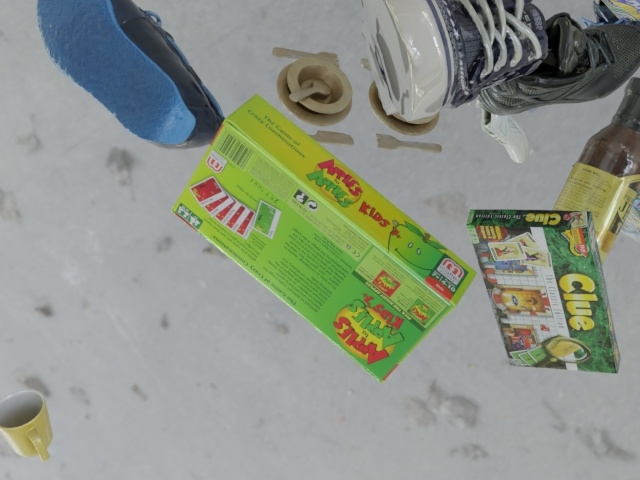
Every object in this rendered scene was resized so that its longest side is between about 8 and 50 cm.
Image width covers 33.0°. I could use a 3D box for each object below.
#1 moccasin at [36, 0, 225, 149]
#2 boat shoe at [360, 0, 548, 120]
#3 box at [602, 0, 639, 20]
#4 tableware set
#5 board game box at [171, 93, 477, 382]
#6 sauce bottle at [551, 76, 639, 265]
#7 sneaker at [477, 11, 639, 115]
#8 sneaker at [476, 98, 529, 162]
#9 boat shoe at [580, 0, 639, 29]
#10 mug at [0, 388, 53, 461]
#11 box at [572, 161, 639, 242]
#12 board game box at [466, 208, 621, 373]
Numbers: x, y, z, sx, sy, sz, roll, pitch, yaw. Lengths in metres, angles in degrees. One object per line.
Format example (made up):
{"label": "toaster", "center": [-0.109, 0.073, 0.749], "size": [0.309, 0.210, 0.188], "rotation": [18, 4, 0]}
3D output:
{"label": "moccasin", "center": [-0.238, -0.215, 1.331], "size": [0.138, 0.117, 0.342], "rotation": [-48, 59, 21]}
{"label": "boat shoe", "center": [0.124, -0.181, 0.932], "size": [0.158, 0.340, 0.127], "rotation": [-18, 97, 2]}
{"label": "box", "center": [0.244, -0.238, 0.743], "size": [0.054, 0.169, 0.059], "rotation": [15, 171, 47]}
{"label": "tableware set", "center": [0.048, -0.164, 1.182], "size": [0.194, 0.128, 0.039], "rotation": [3, 148, -21]}
{"label": "board game box", "center": [0.000, 0.000, 0.699], "size": [0.181, 0.043, 0.092], "rotation": [39, 131, 2]}
{"label": "sauce bottle", "center": [0.444, -0.088, 1.694], "size": [0.111, 0.111, 0.344], "rotation": [27, 94, 17]}
{"label": "sneaker", "center": [0.300, -0.209, 1.232], "size": [0.130, 0.227, 0.087], "rotation": [150, 104, -68]}
{"label": "sneaker", "center": [0.306, -0.192, 1.838], "size": [0.053, 0.061, 0.152], "rotation": [8, 131, 57]}
{"label": "boat shoe", "center": [0.503, -0.403, 1.873], "size": [0.109, 0.089, 0.258], "rotation": [20, 110, 53]}
{"label": "mug", "center": [-0.339, 0.221, 1.241], "size": [0.062, 0.078, 0.064], "rotation": [-8, 126, 3]}
{"label": "box", "center": [0.534, -0.063, 1.866], "size": [0.044, 0.233, 0.159], "rotation": [-38, 105, 3]}
{"label": "board game box", "center": [0.261, 0.063, 1.244], "size": [0.136, 0.030, 0.260], "rotation": [-1, 137, 25]}
